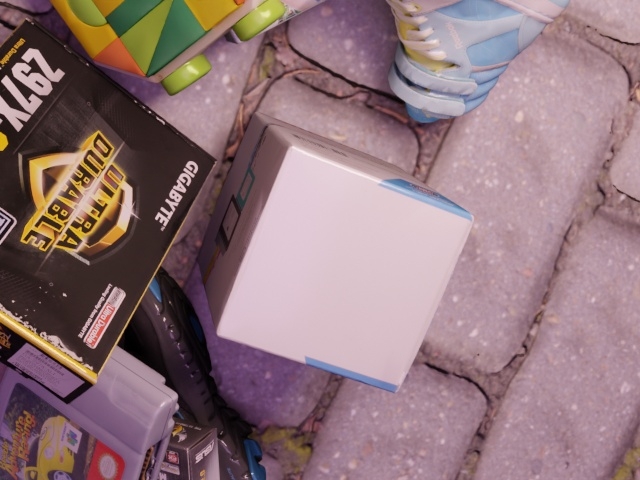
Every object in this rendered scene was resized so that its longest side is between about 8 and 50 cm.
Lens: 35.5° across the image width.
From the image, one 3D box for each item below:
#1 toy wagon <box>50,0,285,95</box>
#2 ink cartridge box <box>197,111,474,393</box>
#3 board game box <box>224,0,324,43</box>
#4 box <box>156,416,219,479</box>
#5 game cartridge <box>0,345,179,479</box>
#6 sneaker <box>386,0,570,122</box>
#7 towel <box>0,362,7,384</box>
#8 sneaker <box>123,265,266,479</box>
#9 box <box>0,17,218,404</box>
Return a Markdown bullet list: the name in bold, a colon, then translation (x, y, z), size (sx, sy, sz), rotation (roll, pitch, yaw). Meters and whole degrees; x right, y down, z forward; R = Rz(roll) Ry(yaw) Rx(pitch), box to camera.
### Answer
- **toy wagon**: translation (-0.146, -0.306, 0.969), size (0.344, 0.068, 0.267), rotation (-27, 103, 39)
- **ink cartridge box**: translation (0.000, 0.000, 1.063), size (0.198, 0.270, 0.197), rotation (20, 100, -15)
- **board game box**: translation (-0.011, -0.378, 1.066), size (0.303, 0.097, 0.224), rotation (-28, 107, -5)
- **box**: translation (-0.220, 0.274, 1.119), size (0.231, 0.056, 0.183), rotation (10, 111, 27)
- **game cartridge**: translation (-0.266, 0.231, 1.066), size (0.196, 0.060, 0.294), rotation (31, 119, 22)
- **sneaker**: translation (0.107, -0.223, 1.052), size (0.319, 0.127, 0.208), rotation (7, 128, -40)
- **towel**: translation (-0.439, 0.080, 0.976), size (0.317, 0.053, 0.332), rotation (-54, 136, -39)
- **sneaker**: translation (-0.184, 0.176, 1.146), size (0.139, 0.125, 0.341), rotation (-21, 102, 5)
- **box**: translation (-0.272, -0.039, 0.994), size (0.257, 0.322, 0.079), rotation (37, 135, -15)
